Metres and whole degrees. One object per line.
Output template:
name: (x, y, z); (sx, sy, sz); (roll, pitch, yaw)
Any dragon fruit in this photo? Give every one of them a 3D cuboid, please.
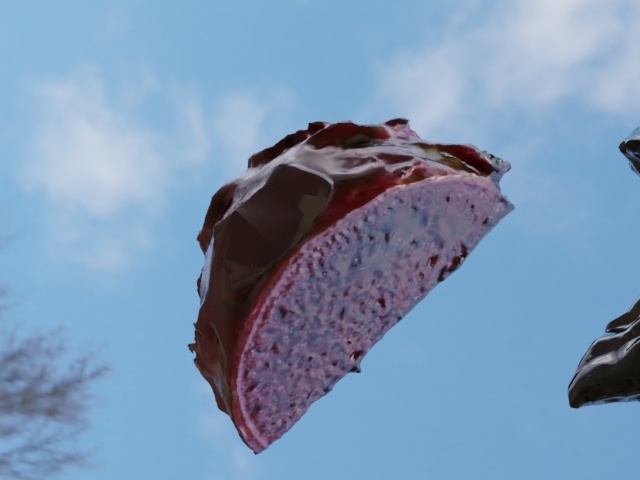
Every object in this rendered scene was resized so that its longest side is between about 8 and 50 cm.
dragon fruit: (0.000, 0.000, 1.160); (0.262, 0.189, 0.163); (-42, -103, 1)

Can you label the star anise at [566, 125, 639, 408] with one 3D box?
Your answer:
star anise: (0.272, 0.017, 0.849); (0.331, 0.332, 0.117); (-51, -161, 14)
